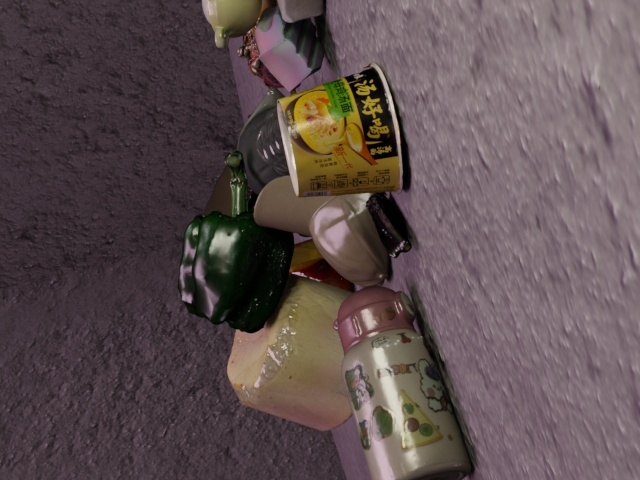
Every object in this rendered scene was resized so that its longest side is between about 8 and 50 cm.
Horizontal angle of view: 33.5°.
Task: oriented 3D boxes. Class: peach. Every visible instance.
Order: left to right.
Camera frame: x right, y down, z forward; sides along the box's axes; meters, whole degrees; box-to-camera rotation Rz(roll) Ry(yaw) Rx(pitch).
[{"bbox_3d":[-0.019,0.093,1.993,0.267,0.158,0.154,-134,25,-75],"label":"peach"}]

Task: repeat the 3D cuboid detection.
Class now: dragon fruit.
[{"bbox_3d":[-0.098,-0.332,1.935,0.147,0.096,0.102,81,169,-57],"label":"dragon fruit"}]

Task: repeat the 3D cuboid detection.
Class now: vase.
[{"bbox_3d":[-0.029,-0.132,1.572,0.301,0.156,0.251,159,102,-78],"label":"vase"}]

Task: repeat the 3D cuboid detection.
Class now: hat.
[{"bbox_3d":[0.000,0.000,1.474,0.166,0.173,0.144,82,178,-57],"label":"hat"}]

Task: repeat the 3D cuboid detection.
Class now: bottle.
[{"bbox_3d":[0.089,0.175,1.281,0.120,0.120,0.253,88,167,-64],"label":"bottle"}]

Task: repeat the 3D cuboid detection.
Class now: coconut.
[{"bbox_3d":[-0.007,0.183,1.698,0.239,0.244,0.239,-41,37,42],"label":"coconut"}]

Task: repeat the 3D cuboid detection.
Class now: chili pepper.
[{"bbox_3d":[-0.122,0.003,1.601,0.174,0.165,0.261,166,118,-75],"label":"chili pepper"}]

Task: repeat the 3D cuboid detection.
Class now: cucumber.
[{"bbox_3d":[0.084,-0.017,1.277,0.034,0.033,0.135,34,-161,-32],"label":"cucumber"}]

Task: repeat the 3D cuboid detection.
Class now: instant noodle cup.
[{"bbox_3d":[0.021,-0.115,1.195,0.151,0.122,0.151,167,90,-82],"label":"instant noodle cup"}]

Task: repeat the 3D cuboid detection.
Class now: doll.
[{"bbox_3d":[-0.124,-0.408,1.521,0.141,0.117,0.296,70,-148,-66],"label":"doll"}]

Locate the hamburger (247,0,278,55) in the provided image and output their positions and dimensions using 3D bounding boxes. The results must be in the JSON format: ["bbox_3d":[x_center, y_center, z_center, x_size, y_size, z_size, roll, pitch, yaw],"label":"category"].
[{"bbox_3d":[-0.074,-0.350,1.670,0.189,0.093,0.164,-131,27,-81],"label":"hamburger"}]

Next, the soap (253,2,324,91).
[{"bbox_3d":[-0.044,-0.278,1.505,0.100,0.056,0.149,47,-156,-21],"label":"soap"}]

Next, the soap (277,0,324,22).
[{"bbox_3d":[-0.038,-0.384,1.385,0.183,0.063,0.121,86,167,-67],"label":"soap"}]

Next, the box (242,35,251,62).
[{"bbox_3d":[-0.118,-0.434,2.015,0.224,0.069,0.120,88,166,-59],"label":"box"}]

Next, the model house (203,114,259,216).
[{"bbox_3d":[-0.078,-0.074,1.812,0.211,0.204,0.243,-60,8,14],"label":"model house"}]
